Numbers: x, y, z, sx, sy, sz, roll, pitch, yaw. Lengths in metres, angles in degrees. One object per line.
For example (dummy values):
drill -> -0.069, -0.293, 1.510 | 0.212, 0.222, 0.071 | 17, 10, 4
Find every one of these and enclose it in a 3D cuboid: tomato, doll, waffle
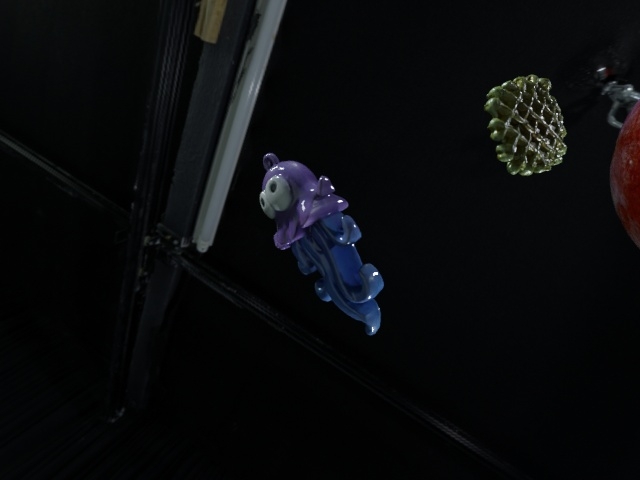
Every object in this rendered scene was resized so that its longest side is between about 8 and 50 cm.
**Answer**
tomato -> 0.525, -0.115, 0.592 | 0.177, 0.290, 0.334 | 8, -72, 41
doll -> 0.000, 0.000, 0.395 | 0.205, 0.067, 0.110 | 56, -40, 8
waffle -> 0.359, -0.197, 0.702 | 0.036, 0.184, 0.169 | -10, -79, 65
